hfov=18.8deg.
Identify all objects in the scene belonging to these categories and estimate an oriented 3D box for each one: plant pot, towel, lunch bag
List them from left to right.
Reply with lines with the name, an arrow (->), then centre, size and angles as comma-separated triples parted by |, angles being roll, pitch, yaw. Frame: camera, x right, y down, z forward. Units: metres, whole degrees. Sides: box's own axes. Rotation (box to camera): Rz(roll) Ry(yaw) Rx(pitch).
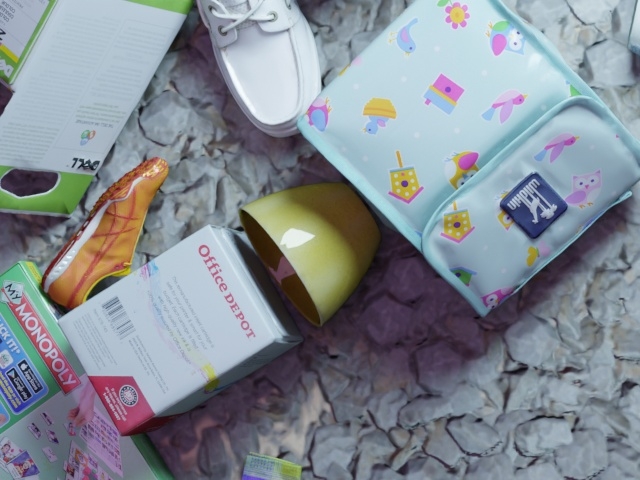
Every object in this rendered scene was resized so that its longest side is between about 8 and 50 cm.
towel -> -0.052, 0.250, 1.860 | 0.060, 0.009, 0.083 | 13, 91, 14
plant pot -> 0.000, 0.000, 1.808 | 0.095, 0.134, 0.134 | -34, 81, -11
lunch bag -> 0.141, -0.088, 1.757 | 0.223, 0.160, 0.262 | -43, 91, 4

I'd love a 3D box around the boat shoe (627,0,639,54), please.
boat shoe -> 0.345, -0.273, 1.762 | 0.081, 0.079, 0.227 | 16, 96, 4

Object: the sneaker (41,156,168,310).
sneaker -> -0.199, -0.006, 1.887 | 0.067, 0.064, 0.175 | 36, 98, -13

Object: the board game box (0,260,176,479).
board game box -> -0.286, 0.210, 1.897 | 0.213, 0.046, 0.317 | -35, 81, 9

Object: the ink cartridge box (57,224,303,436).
ink cartridge box -> -0.128, 0.084, 1.823 | 0.176, 0.127, 0.128 | -31, 81, 10

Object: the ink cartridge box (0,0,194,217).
ink cartridge box -> -0.260, -0.155, 1.827 | 0.097, 0.189, 0.255 | 40, 108, 26

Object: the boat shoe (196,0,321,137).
boat shoe -> -0.077, -0.232, 1.840 | 0.098, 0.096, 0.277 | -20, 84, 11
